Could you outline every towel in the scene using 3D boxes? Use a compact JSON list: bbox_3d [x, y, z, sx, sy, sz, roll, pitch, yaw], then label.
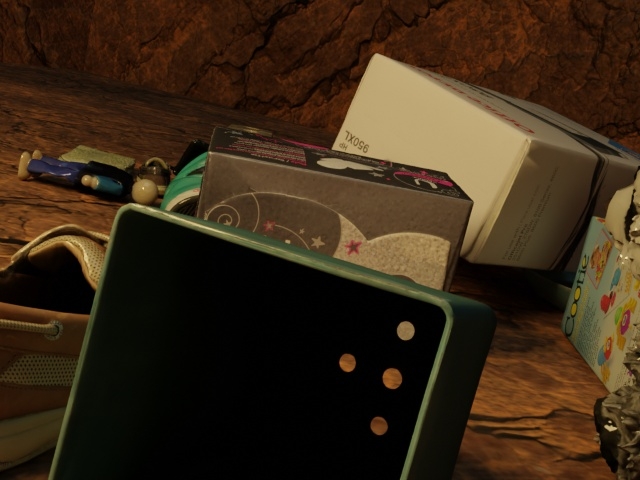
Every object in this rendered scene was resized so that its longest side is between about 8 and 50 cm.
[{"bbox_3d":[-0.353,-0.124,1.529,0.110,0.027,0.148,12,11,-4],"label":"towel"}]

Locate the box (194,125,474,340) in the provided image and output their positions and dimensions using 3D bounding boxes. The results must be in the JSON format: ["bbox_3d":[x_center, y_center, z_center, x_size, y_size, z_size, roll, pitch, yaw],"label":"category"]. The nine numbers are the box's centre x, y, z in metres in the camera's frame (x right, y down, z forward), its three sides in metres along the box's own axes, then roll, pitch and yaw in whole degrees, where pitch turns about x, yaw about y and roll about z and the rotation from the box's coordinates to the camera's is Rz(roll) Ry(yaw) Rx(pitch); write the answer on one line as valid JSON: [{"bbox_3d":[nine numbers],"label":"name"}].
[{"bbox_3d":[0.000,0.000,0.930,0.247,0.163,0.142,11,14,-6],"label":"box"}]

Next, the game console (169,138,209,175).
[{"bbox_3d":[-0.169,-0.114,1.511,0.122,0.107,0.071,23,34,-23],"label":"game console"}]

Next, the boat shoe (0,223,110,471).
[{"bbox_3d":[-0.146,0.054,0.610,0.123,0.116,0.324,17,12,24],"label":"boat shoe"}]

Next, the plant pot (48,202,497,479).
[{"bbox_3d":[0.003,0.085,0.521,0.165,0.165,0.234,17,5,22],"label":"plant pot"}]

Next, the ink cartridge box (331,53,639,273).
[{"bbox_3d":[0.254,-0.090,1.273,0.395,0.166,0.285,6,24,-44],"label":"ink cartridge box"}]

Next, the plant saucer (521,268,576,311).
[{"bbox_3d":[0.422,0.083,1.299,0.317,0.043,0.317,12,10,-2],"label":"plant saucer"}]

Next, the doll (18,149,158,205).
[{"bbox_3d":[-0.315,-0.088,1.337,0.189,0.046,0.129,13,12,7],"label":"doll"}]

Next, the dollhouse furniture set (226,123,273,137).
[{"bbox_3d":[-0.054,-0.086,1.395,0.184,0.129,0.129,11,11,-3],"label":"dollhouse furniture set"}]

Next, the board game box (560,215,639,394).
[{"bbox_3d":[0.357,0.080,0.968,0.142,0.144,0.275,13,12,-1],"label":"board game box"}]

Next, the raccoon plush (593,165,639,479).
[{"bbox_3d":[0.398,0.066,0.674,0.446,0.299,0.216,19,12,28],"label":"raccoon plush"}]

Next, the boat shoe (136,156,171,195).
[{"bbox_3d":[-0.251,-0.103,1.471,0.056,0.049,0.152,9,11,-17],"label":"boat shoe"}]

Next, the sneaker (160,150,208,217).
[{"bbox_3d":[-0.061,-0.036,1.184,0.295,0.124,0.178,7,22,-22],"label":"sneaker"}]
